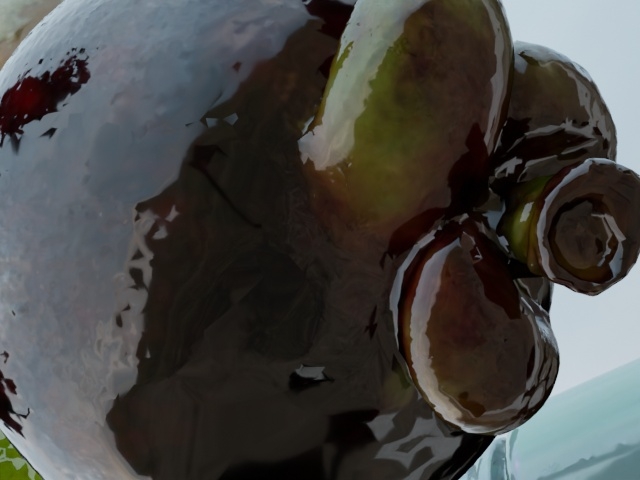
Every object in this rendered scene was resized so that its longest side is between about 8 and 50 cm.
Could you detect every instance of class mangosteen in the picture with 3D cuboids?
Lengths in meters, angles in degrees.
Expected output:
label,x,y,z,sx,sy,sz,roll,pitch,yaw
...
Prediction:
label,x,y,z,sx,sy,sz,roll,pitch,yaw
mangosteen,0.000,0.000,0.616,0.228,0.265,0.228,7,-100,-47

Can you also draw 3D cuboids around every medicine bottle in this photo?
label,x,y,z,sx,sy,sz,roll,pitch,yaw
medicine bottle,0.169,0.130,0.895,0.139,0.225,0.139,50,-156,-32

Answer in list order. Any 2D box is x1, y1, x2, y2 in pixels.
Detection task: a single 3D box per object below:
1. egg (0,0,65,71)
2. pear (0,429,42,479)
label,x,y,z,sx,sy,sz,roll,pitch,yaw
egg,-0.173,-0.098,1.257,0.203,0.245,0.203,-28,-22,-12
pear,-0.141,0.175,1.009,0.159,0.292,0.292,-38,-39,-22
